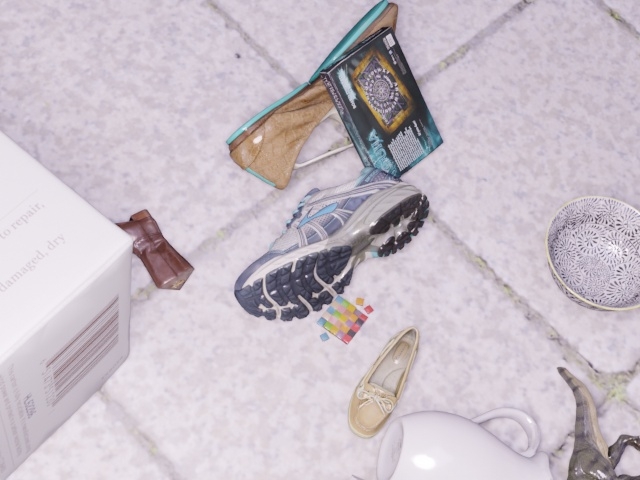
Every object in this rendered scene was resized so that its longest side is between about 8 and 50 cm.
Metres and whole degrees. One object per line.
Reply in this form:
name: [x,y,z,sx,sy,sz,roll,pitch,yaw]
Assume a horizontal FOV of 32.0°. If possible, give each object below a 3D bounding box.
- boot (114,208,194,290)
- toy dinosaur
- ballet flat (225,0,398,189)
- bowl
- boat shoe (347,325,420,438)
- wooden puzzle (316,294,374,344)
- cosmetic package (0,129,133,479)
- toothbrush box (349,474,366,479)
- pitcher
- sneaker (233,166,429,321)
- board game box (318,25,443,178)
boot: [-0.230,0.027,1.423,0.106,0.037,0.114,-32,77,-21]
toy dinosaur: [0.354,0.280,1.382,0.118,0.064,0.268,7,58,1]
ballet flat: [0.019,-0.192,1.548,0.124,0.116,0.342,48,64,-7]
bowl: [0.371,0.032,1.500,0.170,0.080,0.170,5,62,-9]
boat shoe: [0.081,0.175,1.391,0.056,0.048,0.153,31,62,7]
wooden puzzle: [0.029,0.102,1.444,0.049,0.006,0.083,35,62,8]
cosmetic package: [-0.453,0.053,1.199,0.393,0.329,0.327,38,63,11]
toothbrush box: [0.141,0.365,1.121,0.206,0.283,0.122,27,89,-22]
pitcher: [0.177,0.259,1.337,0.207,0.125,0.178,17,40,-13]
sneaker: [0.000,0.000,1.455,0.283,0.110,0.122,-30,49,-20]
board game box: [0.085,-0.180,1.527,0.126,0.026,0.186,-38,115,-25]
